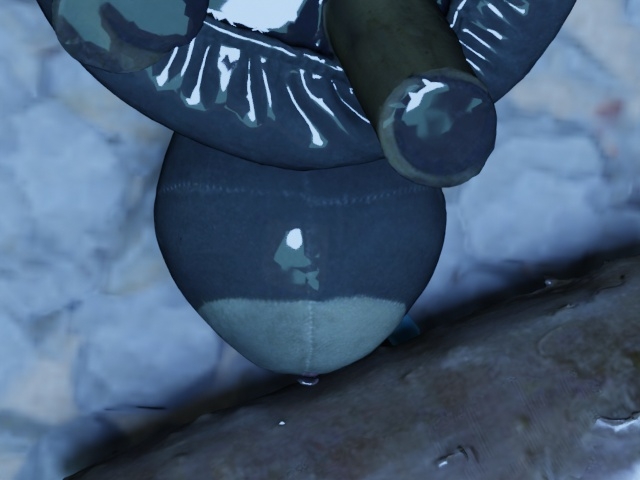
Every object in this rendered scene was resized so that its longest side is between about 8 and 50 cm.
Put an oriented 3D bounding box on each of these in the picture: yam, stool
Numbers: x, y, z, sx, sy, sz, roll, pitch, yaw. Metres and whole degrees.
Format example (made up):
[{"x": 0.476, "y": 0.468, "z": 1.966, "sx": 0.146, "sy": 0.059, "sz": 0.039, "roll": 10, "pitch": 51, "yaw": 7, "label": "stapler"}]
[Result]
[{"x": 0.049, "y": 0.085, "z": 0.568, "sx": 0.238, "sy": 0.129, "sz": 0.128, "roll": -20, "pitch": 103, "yaw": 0, "label": "yam"}, {"x": 0.007, "y": -0.074, "z": 0.488, "sx": 0.153, "sy": 0.139, "sz": 0.228, "roll": -22, "pitch": 112, "yaw": 1, "label": "stool"}]

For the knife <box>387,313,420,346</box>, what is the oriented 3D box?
[{"x": 0.000, "y": 0.000, "z": 0.590, "sx": 0.014, "sy": 0.005, "sz": 0.091, "roll": -37, "pitch": 111, "yaw": 5, "label": "knife"}]
